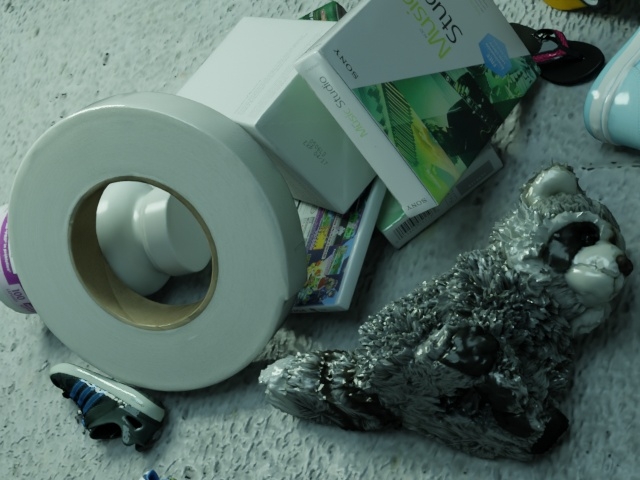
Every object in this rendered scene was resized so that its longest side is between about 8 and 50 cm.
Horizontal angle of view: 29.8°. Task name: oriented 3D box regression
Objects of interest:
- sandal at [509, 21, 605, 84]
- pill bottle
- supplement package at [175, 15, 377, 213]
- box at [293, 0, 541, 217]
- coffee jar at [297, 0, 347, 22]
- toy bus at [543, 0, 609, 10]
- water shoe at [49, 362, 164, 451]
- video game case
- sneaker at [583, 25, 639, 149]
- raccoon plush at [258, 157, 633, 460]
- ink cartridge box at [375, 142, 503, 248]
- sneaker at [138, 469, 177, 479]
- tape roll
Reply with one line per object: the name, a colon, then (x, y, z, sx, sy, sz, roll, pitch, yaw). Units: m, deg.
sandal: (0.296, -0.256, 1.605, 0.179, 0.040, 0.067, 29, 76, 39)
pill bottle: (-0.310, 0.005, 1.692, 0.301, 0.169, 0.169, -10, 55, 25)
supplement package: (-0.040, -0.175, 1.596, 0.175, 0.177, 0.293, -51, 29, -10)
box: (0.130, -0.211, 1.476, 0.058, 0.232, 0.322, -24, 20, 49)
coffee jar: (-0.040, -0.278, 1.787, 0.184, 0.079, 0.096, -21, 50, 17)
toy bus: (0.367, -0.383, 1.504, 0.108, 0.130, 0.332, -51, 11, -10)
water shoe: (-0.301, 0.222, 1.607, 0.203, 0.073, 0.080, 13, 70, 36)
video game case: (0.000, 0.000, 1.569, 0.183, 0.023, 0.201, -6, 59, 50)
sneaker: (0.482, -0.218, 1.422, 0.208, 0.127, 0.319, 34, 89, 42)
raccoon plush: (0.142, 0.059, 1.388, 0.446, 0.216, 0.299, 6, 55, 33)
ink cartridge box: (0.109, -0.118, 1.613, 0.181, 0.056, 0.225, -39, 50, 1)
sneaker: (-0.180, 0.325, 1.481, 0.144, 0.053, 0.059, 15, 66, 35)
tape roll: (-0.210, 0.006, 1.520, 0.392, 0.392, 0.072, -10, 17, 24)
